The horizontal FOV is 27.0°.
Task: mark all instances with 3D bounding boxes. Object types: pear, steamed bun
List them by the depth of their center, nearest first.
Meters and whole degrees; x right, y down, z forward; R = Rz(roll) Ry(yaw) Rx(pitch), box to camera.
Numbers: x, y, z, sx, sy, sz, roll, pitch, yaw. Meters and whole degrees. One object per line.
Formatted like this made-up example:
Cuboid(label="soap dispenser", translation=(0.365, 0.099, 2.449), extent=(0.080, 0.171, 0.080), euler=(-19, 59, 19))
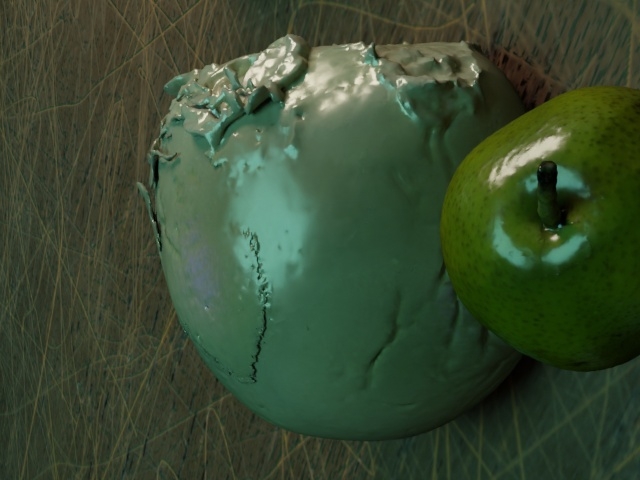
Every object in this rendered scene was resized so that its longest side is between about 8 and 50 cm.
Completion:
Cuboid(label="pear", translation=(0.150, -0.008, 0.783), extent=(0.180, 0.216, 0.166), euler=(-17, 79, 26))
Cuboid(label="steamed bun", translation=(0.000, 0.000, 1.019), extent=(0.334, 0.233, 0.311), euler=(-10, 84, 61))
